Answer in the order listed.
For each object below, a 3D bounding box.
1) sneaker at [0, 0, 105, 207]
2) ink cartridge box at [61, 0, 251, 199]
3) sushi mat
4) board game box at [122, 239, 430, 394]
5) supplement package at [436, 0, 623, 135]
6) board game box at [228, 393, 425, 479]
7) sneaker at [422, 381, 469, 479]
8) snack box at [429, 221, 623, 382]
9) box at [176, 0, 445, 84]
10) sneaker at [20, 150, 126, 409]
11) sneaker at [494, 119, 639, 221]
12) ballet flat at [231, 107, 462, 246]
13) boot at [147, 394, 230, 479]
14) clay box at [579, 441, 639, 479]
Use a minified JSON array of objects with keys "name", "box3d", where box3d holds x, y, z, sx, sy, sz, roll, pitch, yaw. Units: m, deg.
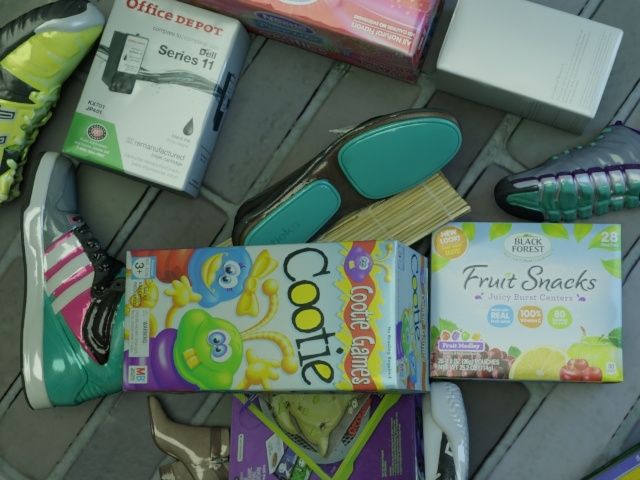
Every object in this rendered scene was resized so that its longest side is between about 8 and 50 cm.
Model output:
[{"name":"sneaker","box3d":[-0.381,-0.124,1.312,0.385,0.145,0.147,-42,93,9]},{"name":"ink cartridge box","box3d":[-0.186,-0.171,1.306,0.153,0.087,0.208,18,86,5]},{"name":"sushi mat","box3d":[0.000,0.000,1.271,0.317,0.019,0.151,-31,50,2]},{"name":"board game box","box3d":[-0.041,0.081,1.130,0.275,0.142,0.144,-3,81,17]},{"name":"supplement package","box3d":[0.227,-0.200,1.259,0.179,0.105,0.105,19,87,7]},{"name":"board game box","box3d":[0.005,0.214,1.182,0.208,0.056,0.346,-8,59,15]},{"name":"sneaker","box3d":[0.039,0.319,1.212,0.210,0.137,0.365,10,83,8]},{"name":"snack box","box3d":[0.224,0.069,1.250,0.207,0.070,0.174,2,81,5]},{"name":"box","box3d":[-0.011,-0.301,1.274,0.300,0.142,0.154,20,88,7]},{"name":"sneaker","box3d":[-0.240,0.038,1.277,0.179,0.124,0.295,-3,78,0]},{"name":"sneaker","box3d":[0.303,-0.082,1.267,0.224,0.083,0.098,-5,61,3]},{"name":"ballet flat","box3d":[0.019,-0.075,1.247,0.280,0.096,0.095,-30,121,3]},{"name":"boot","box3d":[-0.146,0.227,1.293,0.087,0.042,0.118,-12,85,-2]},{"name":"clay box","box3d":[0.380,0.326,1.203,0.127,0.053,0.222,-39,80,20]}]
